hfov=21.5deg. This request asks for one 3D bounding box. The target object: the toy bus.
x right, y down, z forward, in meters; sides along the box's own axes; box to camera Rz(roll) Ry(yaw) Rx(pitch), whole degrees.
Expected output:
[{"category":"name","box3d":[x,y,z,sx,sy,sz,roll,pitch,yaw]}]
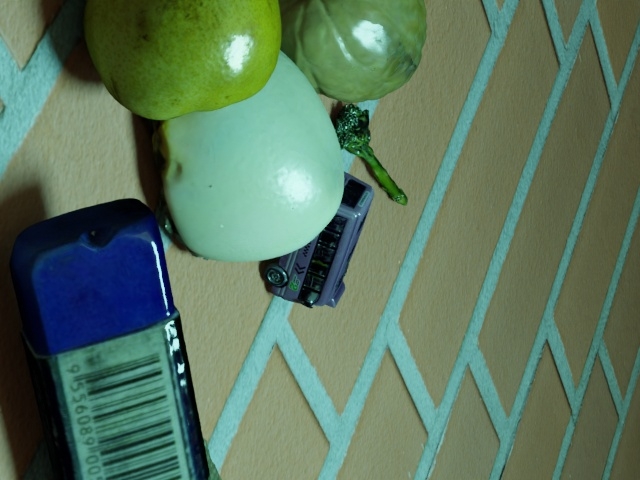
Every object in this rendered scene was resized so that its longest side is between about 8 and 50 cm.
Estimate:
[{"category":"toy bus","box3d":[0.000,0.000,2.092,0.087,0.098,0.178,-61,173,-50]}]

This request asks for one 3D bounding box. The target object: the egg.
[{"category":"egg","box3d":[-0.066,-0.115,1.914,0.264,0.174,0.286,-40,125,-60]}]

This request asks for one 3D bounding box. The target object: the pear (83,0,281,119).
[{"category":"pear","box3d":[-0.142,-0.229,1.719,0.209,0.209,0.209,-16,108,-62]}]

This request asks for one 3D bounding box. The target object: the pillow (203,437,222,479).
[{"category":"pillow","box3d":[-0.135,0.333,1.996,0.135,0.034,0.211,-65,145,-33]}]

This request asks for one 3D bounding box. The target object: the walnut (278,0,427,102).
[{"category":"walnut","box3d":[0.029,-0.275,2.043,0.261,0.225,0.225,6,88,-73]}]

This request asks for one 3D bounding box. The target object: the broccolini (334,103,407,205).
[{"category":"broccolini","box3d":[0.065,-0.114,2.349,0.057,0.071,0.254,59,3,28]}]

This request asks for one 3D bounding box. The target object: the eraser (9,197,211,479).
[{"category":"eraser","box3d":[-0.212,0.134,1.680,0.155,0.101,0.332,-17,114,-18]}]
